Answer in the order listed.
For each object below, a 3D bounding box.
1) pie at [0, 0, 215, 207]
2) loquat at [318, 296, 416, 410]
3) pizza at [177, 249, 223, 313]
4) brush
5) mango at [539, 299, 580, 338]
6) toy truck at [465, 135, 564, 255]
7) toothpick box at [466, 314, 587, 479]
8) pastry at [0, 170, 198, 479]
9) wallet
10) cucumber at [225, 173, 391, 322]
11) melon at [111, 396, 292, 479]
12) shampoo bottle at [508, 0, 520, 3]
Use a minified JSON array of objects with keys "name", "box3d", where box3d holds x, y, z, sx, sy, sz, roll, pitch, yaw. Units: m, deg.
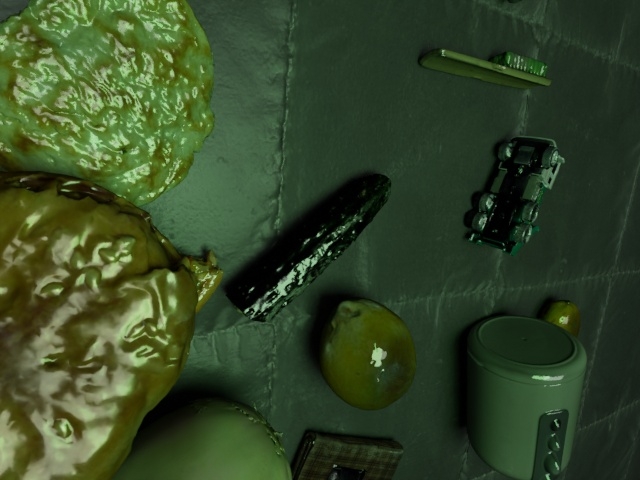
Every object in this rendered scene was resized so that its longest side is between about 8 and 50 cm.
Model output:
[{"name":"pie","box3d":[-0.213,-0.141,0.417,0.248,0.090,0.201,-49,132,-10]},{"name":"loquat","box3d":[0.069,0.171,0.632,0.152,0.152,0.195,-33,125,-19]},{"name":"pizza","box3d":[-0.226,0.041,0.473,0.188,0.062,0.199,-43,118,-16]},{"name":"brush","box3d":[0.288,-0.297,0.688,0.281,0.054,0.048,-4,96,-30]},{"name":"mango","box3d":[0.576,0.211,0.979,0.103,0.076,0.161,-38,122,-22]},{"name":"toy truck","box3d":[0.372,-0.077,0.769,0.116,0.110,0.216,21,91,-45]},{"name":"toothpick box","box3d":[0.408,0.339,0.823,0.228,0.229,0.317,-15,111,-26]},{"name":"pastry","box3d":[-0.259,0.094,0.353,0.255,0.162,0.311,41,73,-12]},{"name":"wallet","box3d":[0.049,0.417,0.744,0.230,0.042,0.125,24,88,-35]},{"name":"cucumber","box3d":[0.000,0.000,0.585,0.303,0.081,0.072,-43,91,-14]},{"name":"melon","box3d":[-0.174,0.336,0.489,0.317,0.223,0.223,-42,120,-15]},{"name":"shampoo bottle","box3d":[0.268,-0.468,0.629,0.207,0.063,0.057,33,95,-34]}]
